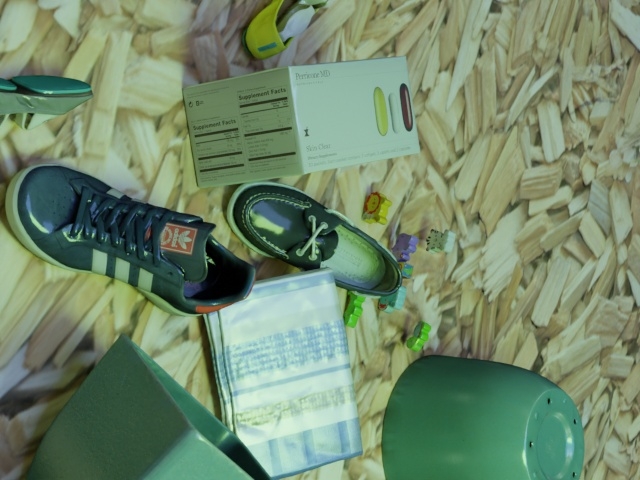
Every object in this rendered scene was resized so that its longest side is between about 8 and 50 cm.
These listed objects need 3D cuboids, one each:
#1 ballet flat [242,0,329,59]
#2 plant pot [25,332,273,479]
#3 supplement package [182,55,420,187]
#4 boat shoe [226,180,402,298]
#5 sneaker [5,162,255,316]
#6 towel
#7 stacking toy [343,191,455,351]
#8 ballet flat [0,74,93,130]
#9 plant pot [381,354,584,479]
[{"bbox_3d":[-0.031,-0.347,2.017,0.077,0.077,0.231,57,47,-28],"label":"ballet flat"},{"bbox_3d":[-0.207,0.315,1.604,0.252,0.247,0.248,-45,126,-4],"label":"plant pot"},{"bbox_3d":[-0.023,-0.168,1.911,0.262,0.204,0.145,-15,97,-49],"label":"supplement package"},{"bbox_3d":[0.000,0.000,1.977,0.302,0.091,0.114,22,91,-38],"label":"boat shoe"},{"bbox_3d":[-0.222,-0.005,1.699,0.350,0.148,0.131,27,67,-42],"label":"sneaker"},{"bbox_3d":[-0.053,0.189,1.913,0.209,0.034,0.285,-12,96,-24],"label":"towel"},{"bbox_3d":[0.120,0.053,2.176,0.167,0.052,0.221,24,75,-36],"label":"stacking toy"},{"bbox_3d":[-0.367,-0.164,1.625,0.213,0.072,0.068,-3,116,-49],"label":"ballet flat"},{"bbox_3d":[0.280,0.328,2.194,0.293,0.235,0.293,8,80,-50],"label":"plant pot"}]
